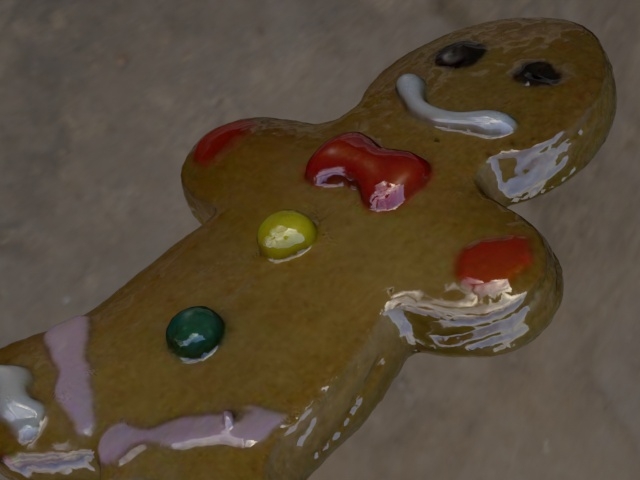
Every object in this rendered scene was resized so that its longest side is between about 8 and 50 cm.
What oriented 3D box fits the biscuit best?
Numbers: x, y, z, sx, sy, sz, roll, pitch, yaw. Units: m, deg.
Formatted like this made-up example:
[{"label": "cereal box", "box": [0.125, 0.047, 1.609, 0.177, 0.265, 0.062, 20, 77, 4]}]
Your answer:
[{"label": "biscuit", "box": [0.000, -0.001, 1.105, 0.283, 0.432, 0.064, 28, 151, 43]}]
